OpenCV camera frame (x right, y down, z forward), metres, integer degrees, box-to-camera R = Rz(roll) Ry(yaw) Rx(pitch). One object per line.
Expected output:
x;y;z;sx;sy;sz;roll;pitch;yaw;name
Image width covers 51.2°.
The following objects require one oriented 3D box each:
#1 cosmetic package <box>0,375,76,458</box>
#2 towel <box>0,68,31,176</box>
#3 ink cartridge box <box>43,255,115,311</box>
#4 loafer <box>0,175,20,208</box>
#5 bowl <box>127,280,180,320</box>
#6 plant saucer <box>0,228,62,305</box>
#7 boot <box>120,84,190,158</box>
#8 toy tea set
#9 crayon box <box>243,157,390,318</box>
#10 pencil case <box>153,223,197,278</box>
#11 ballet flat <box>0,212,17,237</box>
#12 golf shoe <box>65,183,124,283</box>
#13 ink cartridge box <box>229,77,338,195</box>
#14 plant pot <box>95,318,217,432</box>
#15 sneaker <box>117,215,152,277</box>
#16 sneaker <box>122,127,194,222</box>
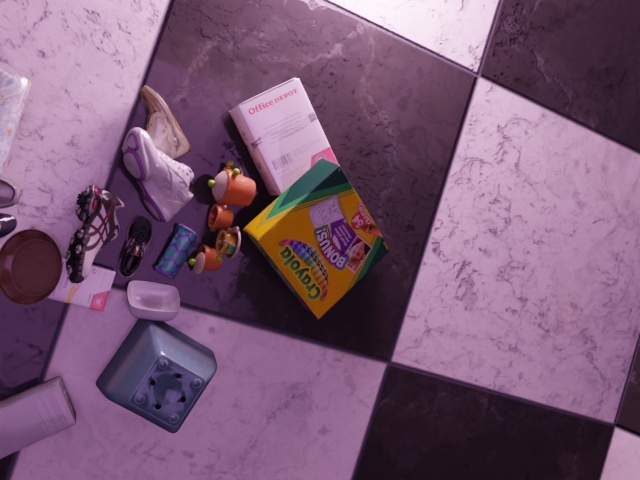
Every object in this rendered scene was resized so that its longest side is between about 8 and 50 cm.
-0.779;0.468;1.752;0.238;0.107;0.127;-21;100;-15;cosmetic package
-0.921;-0.295;1.573;0.375;0.090;0.320;15;76;-16;towel
-0.665;0.109;1.788;0.198;0.067;0.115;17;87;-20;ink cartridge box
-0.918;-0.142;1.655;0.320;0.111;0.111;10;90;-21;loafer
-0.464;0.172;1.839;0.142;0.142;0.053;11;114;-22;bowl
-0.747;0.070;1.733;0.199;0.036;0.198;-1;84;13;plant saucer
-0.476;-0.298;1.829;0.165;0.077;0.213;-35;111;-14;boot
-0.292;-0.061;1.852;0.124;0.200;0.335;13;94;-29;toy tea set
0.000;0.000;1.947;0.313;0.106;0.362;-44;127;-12;crayon box
-0.407;0.031;1.882;0.070;0.064;0.151;24;82;25;pencil case
-0.882;-0.026;1.699;0.203;0.074;0.074;-10;97;-20;ballet flat
-0.590;-0.012;1.761;0.120;0.105;0.272;22;64;-37;golf shoe
-0.106;-0.299;1.946;0.207;0.117;0.282;-29;103;-16;ink cartridge box
-0.427;0.371;1.796;0.247;0.252;0.247;35;81;-18;plant pot
-0.505;0.021;1.838;0.072;0.077;0.178;14;88;-22;sneaker
-0.430;-0.193;1.794;0.152;0.114;0.305;-39;144;-23;sneaker
